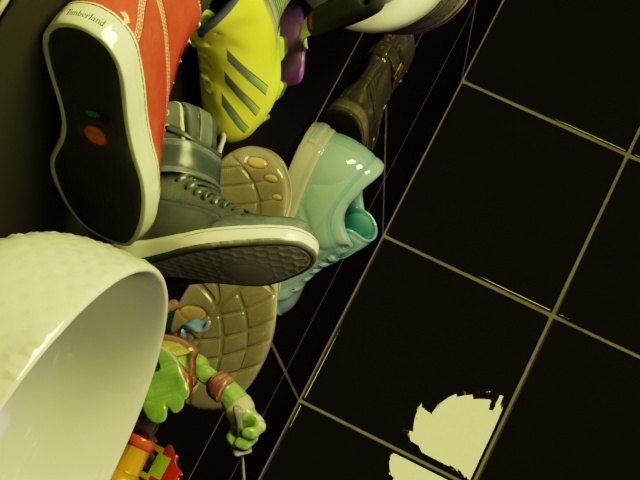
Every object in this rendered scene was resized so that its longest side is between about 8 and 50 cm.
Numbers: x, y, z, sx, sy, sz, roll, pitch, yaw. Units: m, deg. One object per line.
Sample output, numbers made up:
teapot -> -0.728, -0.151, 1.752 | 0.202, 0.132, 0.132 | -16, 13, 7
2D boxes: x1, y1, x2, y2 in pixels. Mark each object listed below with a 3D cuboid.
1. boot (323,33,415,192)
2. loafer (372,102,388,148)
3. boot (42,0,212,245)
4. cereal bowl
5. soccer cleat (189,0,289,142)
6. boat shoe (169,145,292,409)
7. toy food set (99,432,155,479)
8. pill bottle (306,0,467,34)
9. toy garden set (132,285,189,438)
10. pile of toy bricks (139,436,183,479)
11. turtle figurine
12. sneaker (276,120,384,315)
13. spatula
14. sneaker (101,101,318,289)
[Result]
boot -> 0.086, -0.213, 1.926 | 0.229, 0.091, 0.263 | -59, 168, -30
loafer -> 0.073, -0.188, 2.028 | 0.170, 0.062, 0.061 | -63, 176, 2
boot -> -0.131, -0.122, 0.937 | 0.244, 0.088, 0.176 | 100, 16, -50
cereal bowl -> -0.244, 0.138, 0.810 | 0.339, 0.141, 0.339 | -62, 172, -16
soccer cleat -> -0.083, -0.193, 1.087 | 0.121, 0.093, 0.289 | -22, 152, -30
boat shoe -> -0.096, 0.045, 1.436 | 0.116, 0.123, 0.324 | -64, 171, -78
toy food set -> -0.228, 0.199, 1.064 | 0.104, 0.111, 0.232 | -63, -163, -13
pill bottle -> 0.066, -0.304, 1.265 | 0.176, 0.176, 0.318 | -66, 171, 14
toy garden set -> -0.193, 0.176, 1.523 | 0.244, 0.049, 0.203 | -59, 170, -33
pile of toy bricks -> -0.242, 0.372, 1.602 | 0.212, 0.105, 0.118 | -62, 171, -14
turtle figurine -> -0.170, 0.201, 1.255 | 0.266, 0.198, 0.274 | 47, 65, -76
sneaker -> 0.000, 0.000, 1.827 | 0.135, 0.150, 0.365 | -54, 167, -45
spatula -> -0.008, -0.195, 1.120 | 0.296, 0.030, 0.084 | 175, -85, -69
sneaker -> -0.089, -0.045, 1.018 | 0.086, 0.226, 0.163 | 38, 57, -47
